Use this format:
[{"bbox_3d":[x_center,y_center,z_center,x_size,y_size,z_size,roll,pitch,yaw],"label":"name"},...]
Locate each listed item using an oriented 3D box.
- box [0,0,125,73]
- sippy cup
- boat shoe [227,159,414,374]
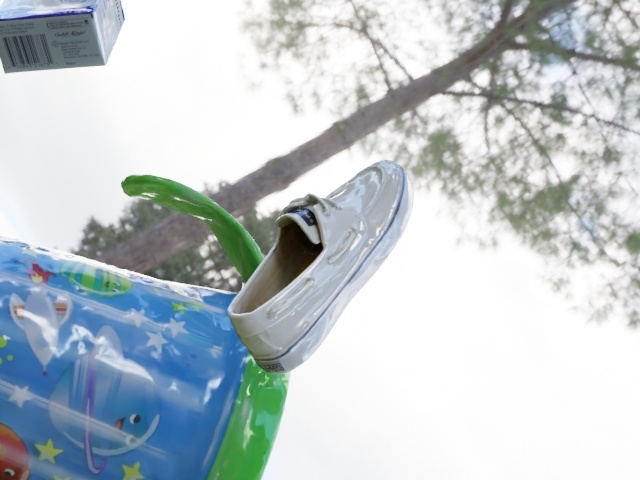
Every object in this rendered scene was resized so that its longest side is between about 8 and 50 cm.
[{"bbox_3d":[-0.315,-0.268,1.100,0.137,0.126,0.072,-90,175,-53],"label":"box"},{"bbox_3d":[-0.170,0.112,0.645,0.224,0.306,0.240,27,-54,-17],"label":"sippy cup"},{"bbox_3d":[0.000,0.000,0.331,0.035,0.100,0.035,5,-41,47],"label":"boat shoe"}]
